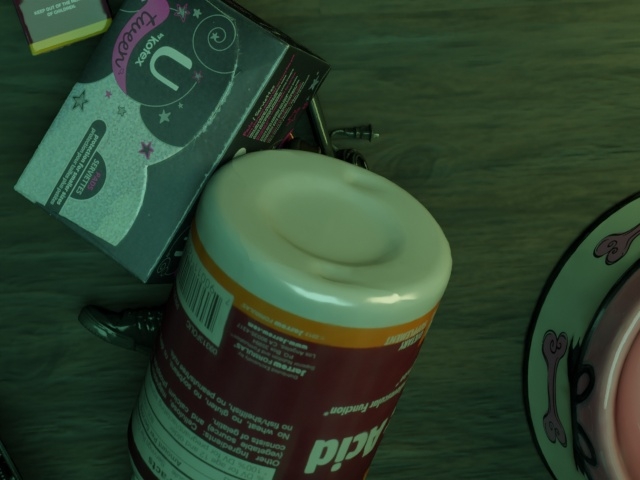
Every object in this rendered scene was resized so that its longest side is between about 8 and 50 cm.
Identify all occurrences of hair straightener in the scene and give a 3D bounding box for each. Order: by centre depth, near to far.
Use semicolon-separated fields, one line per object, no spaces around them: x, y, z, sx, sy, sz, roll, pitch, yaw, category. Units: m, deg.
0.021;-0.077;1.532;0.089;0.047;0.230;-26;103;-2;hair straightener

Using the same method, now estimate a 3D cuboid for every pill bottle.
-0.046;0.136;1.421;0.224;0.224;0.392;14;123;-10;pill bottle

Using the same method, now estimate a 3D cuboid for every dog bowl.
0.419;0.144;1.577;0.407;0.150;0.408;-1;102;-7;dog bowl

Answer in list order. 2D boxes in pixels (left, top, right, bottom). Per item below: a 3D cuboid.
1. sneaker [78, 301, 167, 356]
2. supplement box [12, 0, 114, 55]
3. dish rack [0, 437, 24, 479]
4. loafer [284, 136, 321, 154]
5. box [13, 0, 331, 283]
-0.144;0.076;1.541;0.170;0.051;0.089;26;96;-16;sneaker
-0.254;-0.272;1.430;0.080;0.104;0.188;-19;103;-4;supplement box
-0.409;0.268;1.500;0.271;0.074;0.208;-30;81;0;dish rack
0.000;0.000;1.511;0.078;0.080;0.220;-1;122;6;loafer
-0.134;-0.105;1.431;0.163;0.142;0.247;34;97;14;box
